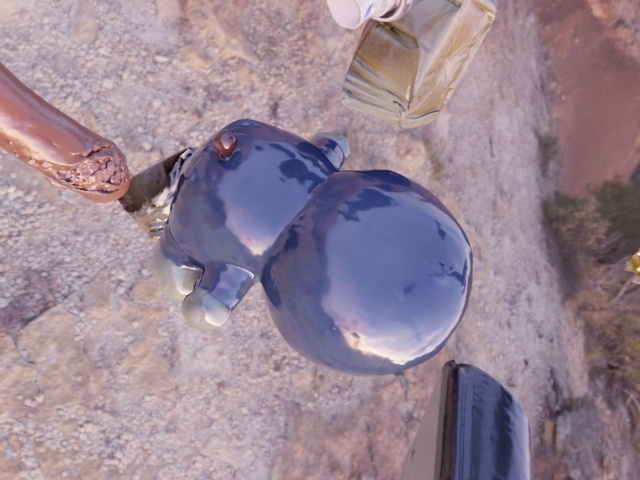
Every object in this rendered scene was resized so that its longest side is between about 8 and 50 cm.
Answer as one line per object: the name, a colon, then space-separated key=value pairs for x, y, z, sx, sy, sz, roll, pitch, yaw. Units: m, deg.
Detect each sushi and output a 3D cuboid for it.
sushi: x=-0.157 y=-0.070 z=0.910 sx=0.109 sy=0.134 sz=0.273 roll=67 pitch=23 yaw=-4

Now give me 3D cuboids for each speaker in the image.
speaker: x=0.194 y=0.349 z=0.791 sx=0.180 sy=0.184 sz=0.388 roll=-71 pitch=171 yaw=-49

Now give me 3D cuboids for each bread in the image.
bread: x=0.121 y=-0.245 z=0.798 sx=0.210 sy=0.110 sz=0.192 roll=-29 pitch=148 yaw=-58

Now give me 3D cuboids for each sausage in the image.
sausage: x=-0.269 y=-0.115 z=0.549 sx=0.304 sy=0.078 sz=0.078 roll=47 pitch=48 yaw=-57

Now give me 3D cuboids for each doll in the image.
doll: x=0.000 y=0.000 z=0.524 sx=0.228 sy=0.258 sz=0.154 roll=-55 pitch=172 yaw=-29

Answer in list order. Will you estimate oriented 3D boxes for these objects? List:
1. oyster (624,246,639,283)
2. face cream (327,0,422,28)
oyster: x=0.316 y=0.017 z=0.506 sx=0.121 sy=0.146 sz=0.045 roll=8 pitch=68 yaw=-32
face cream: x=0.103 y=-0.252 z=0.458 sx=0.283 sy=0.073 sz=0.073 roll=-48 pitch=124 yaw=-20
